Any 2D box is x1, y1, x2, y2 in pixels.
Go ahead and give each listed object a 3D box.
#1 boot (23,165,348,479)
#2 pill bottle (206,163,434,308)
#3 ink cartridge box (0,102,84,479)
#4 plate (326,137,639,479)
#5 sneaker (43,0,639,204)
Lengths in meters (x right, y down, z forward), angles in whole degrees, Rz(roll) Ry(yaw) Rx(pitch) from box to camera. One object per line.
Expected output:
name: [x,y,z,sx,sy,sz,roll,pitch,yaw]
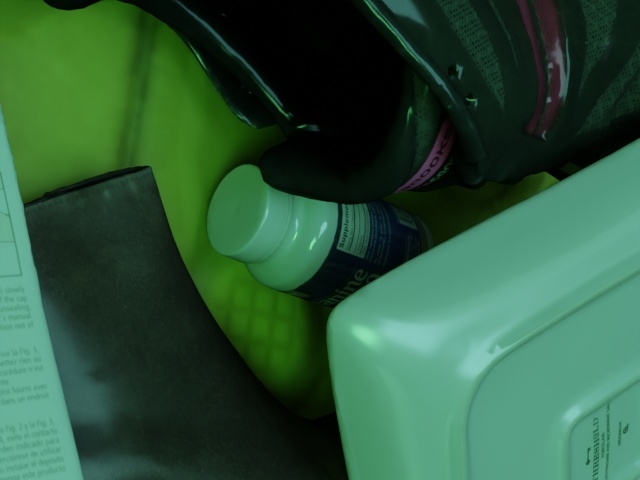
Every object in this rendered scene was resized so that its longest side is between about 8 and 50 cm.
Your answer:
boot: [-0.056,0.064,0.584,0.248,0.090,0.206,-19,102,-38]
pill bottle: [0.000,0.000,0.656,0.120,0.067,0.067,20,74,-40]
ink cartridge box: [-0.182,0.057,0.421,0.189,0.066,0.232,-4,69,-43]
plate: [0.136,0.097,0.632,0.278,0.045,0.277,-27,125,-28]
sneaker: [0.056,-0.093,0.640,0.483,0.185,0.202,22,67,-29]
